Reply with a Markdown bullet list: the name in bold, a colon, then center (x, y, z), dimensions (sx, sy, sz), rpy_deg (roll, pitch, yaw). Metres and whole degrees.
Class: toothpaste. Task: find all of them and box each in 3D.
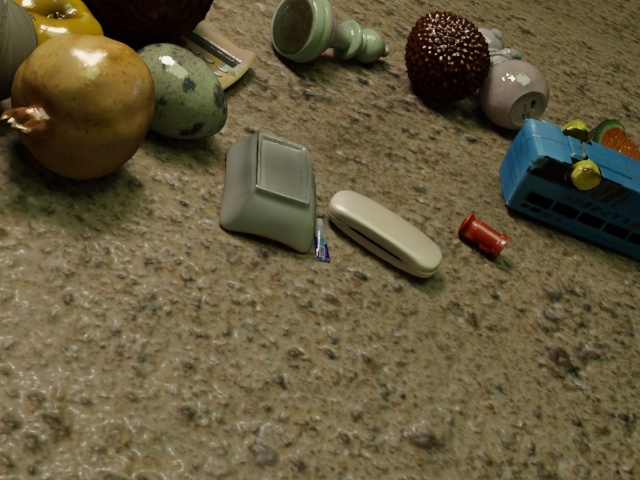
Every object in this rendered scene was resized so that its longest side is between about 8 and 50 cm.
- **toothpaste**: center (0.000, 0.000, 1.586), dimensions (0.024, 0.015, 0.083), rpy_deg (13, 45, -22)

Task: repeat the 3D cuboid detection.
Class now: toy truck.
- **toy truck**: center (0.532, -0.091, 1.917), dimensions (0.384, 0.162, 0.161), rpy_deg (19, 37, -14)

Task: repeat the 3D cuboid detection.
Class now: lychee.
- **lychee**: center (-0.298, -0.453, 1.734), dimensions (0.260, 0.261, 0.261), rpy_deg (18, 38, -14)
- **lychee**: center (0.251, -0.372, 2.047), dimensions (0.188, 0.188, 0.188), rpy_deg (18, 38, -14)

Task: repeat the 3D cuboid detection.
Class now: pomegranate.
- **pomegranate**: center (-0.332, -0.191, 1.437), dimensions (0.207, 0.207, 0.207), rpy_deg (18, 38, -14)

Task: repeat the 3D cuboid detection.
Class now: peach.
- **peach**: center (-0.432, -0.333, 1.625), dimensions (0.179, 0.103, 0.179), rpy_deg (15, 39, -13)

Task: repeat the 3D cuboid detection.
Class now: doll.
- **doll**: center (0.370, -0.354, 2.150), dimensions (0.151, 0.151, 0.287), rpy_deg (5, 38, -28)

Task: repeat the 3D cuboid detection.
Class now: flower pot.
- **flower pot**: center (-0.499, -0.283, 1.456), dimensions (0.235, 0.235, 0.140), rpy_deg (49, 20, 25)

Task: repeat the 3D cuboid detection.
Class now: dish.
- **dish**: center (-0.071, -0.090, 1.591), dimensions (0.151, 0.077, 0.212), rpy_deg (17, 37, -15)

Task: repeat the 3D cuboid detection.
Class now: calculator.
- **calculator**: center (-0.222, -0.311, 1.799), dimensions (0.157, 0.033, 0.236), rpy_deg (35, 39, 8)

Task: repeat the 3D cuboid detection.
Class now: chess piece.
- **chess piece**: center (0.041, -0.400, 2.019), dimensions (0.271, 0.139, 0.139), rpy_deg (8, 40, -44)

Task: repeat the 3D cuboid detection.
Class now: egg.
- **egg**: center (-0.229, -0.232, 1.613), dimensions (0.181, 0.141, 0.141), rpy_deg (31, 35, -11)

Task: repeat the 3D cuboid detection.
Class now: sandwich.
- **sandwich**: center (0.604, -0.170, 2.139), dimensions (0.159, 0.079, 0.235), rpy_deg (32, 39, -13)

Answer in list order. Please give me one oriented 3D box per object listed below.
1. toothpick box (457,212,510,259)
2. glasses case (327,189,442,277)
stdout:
- **toothpick box**: center (0.279, -0.009, 1.749), dimensions (0.083, 0.047, 0.047), rpy_deg (35, 37, 10)
- **glasses case**: center (0.103, -0.012, 1.633), dimensions (0.204, 0.051, 0.081), rpy_deg (34, 36, 8)
